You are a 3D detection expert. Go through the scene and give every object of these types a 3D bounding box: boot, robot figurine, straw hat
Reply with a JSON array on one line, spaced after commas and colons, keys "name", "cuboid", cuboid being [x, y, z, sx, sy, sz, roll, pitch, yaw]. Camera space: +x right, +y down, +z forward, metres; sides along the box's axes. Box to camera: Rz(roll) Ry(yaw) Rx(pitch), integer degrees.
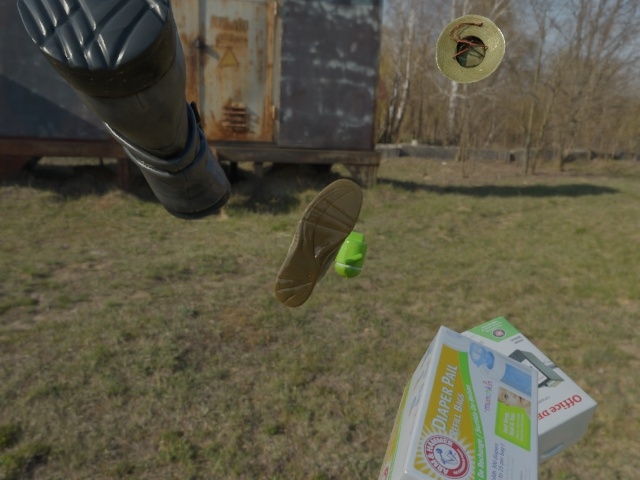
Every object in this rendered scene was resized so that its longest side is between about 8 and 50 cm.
[{"name": "boot", "cuboid": [0.000, 0.000, 1.107, 0.095, 0.262, 0.203, 26, 4, 2]}, {"name": "boot", "cuboid": [-0.183, -0.189, 0.466, 0.118, 0.338, 0.222, -19, -22, -6]}, {"name": "robot figurine", "cuboid": [0.072, 0.037, 1.303, 0.067, 0.115, 0.101, 14, 1, -2]}, {"name": "straw hat", "cuboid": [0.307, -0.378, 1.124, 0.145, 0.144, 0.061, 8, -4, 22]}]

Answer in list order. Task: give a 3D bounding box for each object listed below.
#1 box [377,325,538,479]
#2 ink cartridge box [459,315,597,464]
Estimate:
[{"name": "box", "cuboid": [0.129, 0.195, 0.521, 0.114, 0.103, 0.203, 25, 32, 7]}, {"name": "ink cartridge box", "cuboid": [0.383, 0.308, 1.135, 0.198, 0.114, 0.273, -18, 39, -21]}]
